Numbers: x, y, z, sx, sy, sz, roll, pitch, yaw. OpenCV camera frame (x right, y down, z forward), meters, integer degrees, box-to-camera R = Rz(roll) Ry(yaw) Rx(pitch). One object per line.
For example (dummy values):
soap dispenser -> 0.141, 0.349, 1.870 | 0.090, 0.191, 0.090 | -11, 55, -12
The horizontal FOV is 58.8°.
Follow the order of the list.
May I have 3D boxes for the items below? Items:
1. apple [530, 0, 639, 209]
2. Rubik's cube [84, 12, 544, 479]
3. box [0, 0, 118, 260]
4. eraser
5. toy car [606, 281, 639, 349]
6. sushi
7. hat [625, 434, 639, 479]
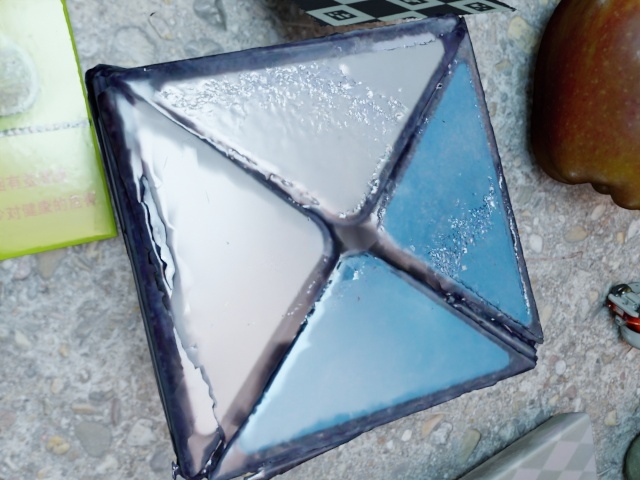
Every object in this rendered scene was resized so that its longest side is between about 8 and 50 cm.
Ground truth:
apple -> 0.424, -0.203, 0.736 | 0.288, 0.288, 0.317 | 8, 109, -24
Rubik's cube -> -0.023, -0.005, 0.529 | 0.305, 0.310, 0.307 | -14, 92, -18
box -> -0.328, -0.148, 0.552 | 0.187, 0.047, 0.335 | -13, 104, -20
eraser -> 0.256, 0.420, 0.843 | 0.397, 0.082, 0.213 | -19, 105, -27
toy car -> 0.543, 0.131, 0.939 | 0.139, 0.112, 0.112 | -4, 117, -12
sushi -> 0.039, -0.285, 0.562 | 0.192, 0.279, 0.043 | -12, 131, -19
hat -> 0.617, 0.403, 0.992 | 0.257, 0.130, 0.257 | -4, 101, -22
